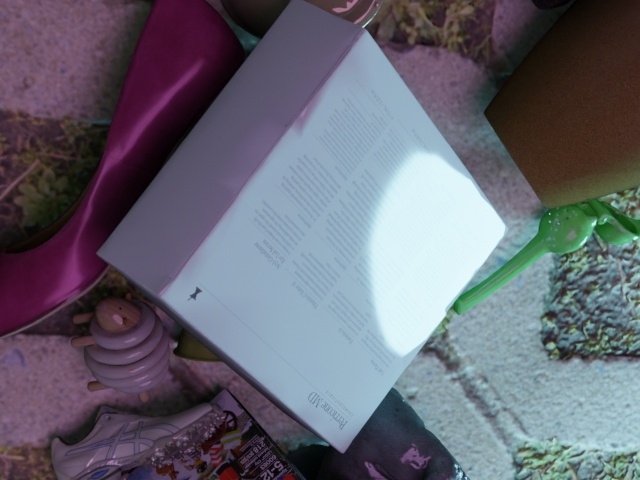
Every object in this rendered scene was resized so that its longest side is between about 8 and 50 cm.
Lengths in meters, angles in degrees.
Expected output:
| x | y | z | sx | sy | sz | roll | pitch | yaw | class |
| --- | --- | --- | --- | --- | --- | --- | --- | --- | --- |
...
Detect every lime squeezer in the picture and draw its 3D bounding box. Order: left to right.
| x | y | z | sx | sy | sz | roll | pitch | yaw | class |
| --- | --- | --- | --- | --- | --- | --- | --- | --- | --- |
| 0.292 | 0.007 | 1.807 | 0.310 | 0.059 | 0.110 | -12 | 115 | -21 | lime squeezer |

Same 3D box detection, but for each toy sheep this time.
| x | y | z | sx | sy | sz | roll | pitch | yaw | class |
| --- | --- | --- | --- | --- | --- | --- | --- | --- | --- |
| -0.186 | 0.104 | 1.616 | 0.091 | 0.091 | 0.132 | -26 | 133 | -13 | toy sheep |

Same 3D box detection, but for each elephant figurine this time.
| x | y | z | sx | sy | sz | roll | pitch | yaw | class |
| --- | --- | --- | --- | --- | --- | --- | --- | --- | --- |
| 0.026 | 0.279 | 1.739 | 0.239 | 0.186 | 0.169 | -39 | 157 | -3 | elephant figurine |

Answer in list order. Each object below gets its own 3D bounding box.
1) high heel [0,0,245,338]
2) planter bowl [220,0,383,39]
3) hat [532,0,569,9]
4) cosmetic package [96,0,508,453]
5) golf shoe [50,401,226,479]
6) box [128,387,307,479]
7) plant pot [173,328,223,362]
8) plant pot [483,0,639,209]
| x | y | z | sx | sy | sz | roll | pitch | yaw | class |
| --- | --- | --- | --- | --- | --- | --- | --- | --- | --- |
| -0.223 | -0.065 | 1.525 | 0.377 | 0.127 | 0.181 | -38 | 105 | -8 | high heel |
| -0.004 | -0.243 | 1.533 | 0.162 | 0.109 | 0.162 | -10 | 116 | -21 | planter bowl |
| 0.271 | -0.374 | 1.565 | 0.134 | 0.331 | 0.331 | 44 | 90 | 10 | hat |
| 0.000 | 0.000 | 1.551 | 0.284 | 0.097 | 0.377 | -54 | 144 | -9 | cosmetic package |
| -0.182 | 0.188 | 1.651 | 0.176 | 0.086 | 0.069 | -27 | 160 | -9 | golf shoe |
| -0.129 | 0.281 | 1.670 | 0.233 | 0.159 | 0.044 | -42 | 147 | -3 | box |
| -0.101 | 0.072 | 1.648 | 0.083 | 0.083 | 0.079 | -1 | 100 | -24 | plant pot |
| 0.297 | -0.149 | 1.662 | 0.254 | 0.237 | 0.237 | -33 | 122 | 8 | plant pot |
